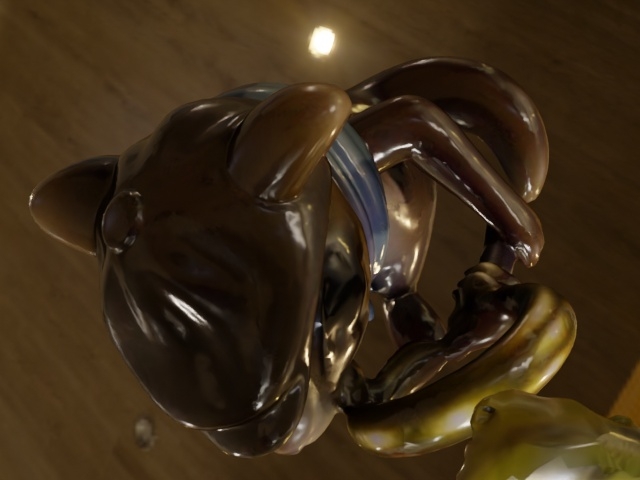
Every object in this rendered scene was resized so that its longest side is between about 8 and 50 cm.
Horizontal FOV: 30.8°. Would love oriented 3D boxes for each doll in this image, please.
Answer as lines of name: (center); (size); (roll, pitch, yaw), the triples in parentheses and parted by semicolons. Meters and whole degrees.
doll: (0.001, 0.004, 0.701); (0.317, 0.339, 0.209); (-7, -84, 22)

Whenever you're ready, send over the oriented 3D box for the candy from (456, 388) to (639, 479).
candy: (0.066, 0.177, 0.390); (0.081, 0.187, 0.297); (-108, -142, -54)
